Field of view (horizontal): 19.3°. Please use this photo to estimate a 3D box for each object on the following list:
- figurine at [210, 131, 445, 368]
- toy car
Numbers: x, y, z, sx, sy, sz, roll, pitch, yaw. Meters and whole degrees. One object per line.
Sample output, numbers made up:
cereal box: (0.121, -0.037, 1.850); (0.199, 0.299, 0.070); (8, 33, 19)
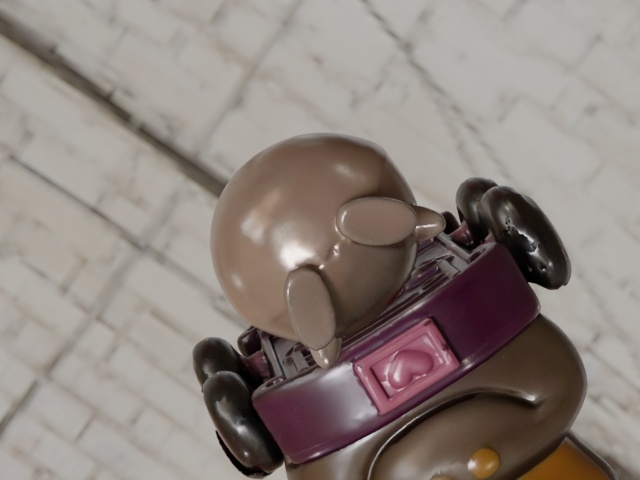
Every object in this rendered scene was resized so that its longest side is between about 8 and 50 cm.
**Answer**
figurine: (0.000, 0.000, 1.051); (0.125, 0.125, 0.138); (30, -177, -15)
toy car: (0.078, 0.119, 1.338); (0.240, 0.271, 0.341); (58, -179, -9)
